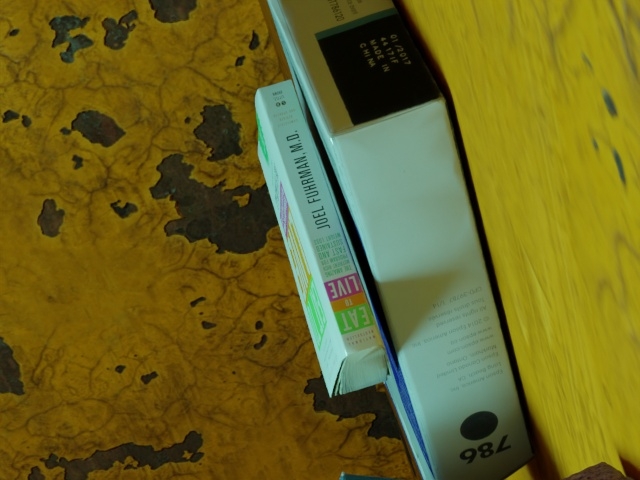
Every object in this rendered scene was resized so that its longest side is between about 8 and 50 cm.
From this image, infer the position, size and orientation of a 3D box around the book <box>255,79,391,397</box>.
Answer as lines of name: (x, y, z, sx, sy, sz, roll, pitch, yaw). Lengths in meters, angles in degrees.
book: (0.000, 0.000, 0.855, 0.096, 0.035, 0.144, 90, 163, -73)

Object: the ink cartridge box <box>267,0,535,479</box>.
ink cartridge box: (0.049, 0.012, 0.910, 0.165, 0.065, 0.333, -112, 4, -48)

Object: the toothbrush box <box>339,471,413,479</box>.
toothbrush box: (0.052, 0.303, 0.847, 0.216, 0.126, 0.295, 106, 166, -47)

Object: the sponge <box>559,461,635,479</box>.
sponge: (0.125, 0.146, 0.545, 0.210, 0.031, 0.117, -145, 35, -88)
